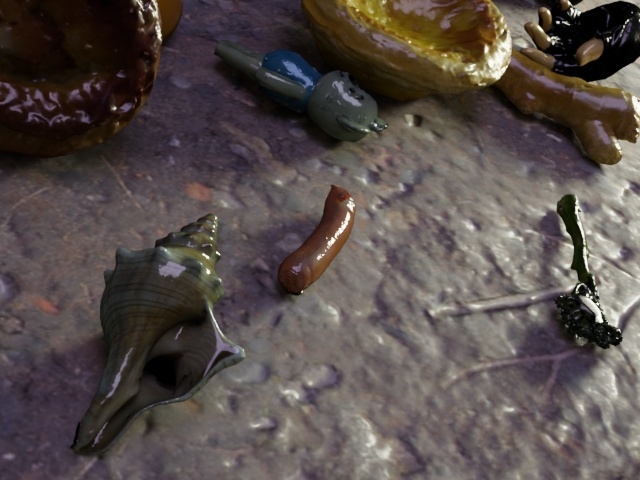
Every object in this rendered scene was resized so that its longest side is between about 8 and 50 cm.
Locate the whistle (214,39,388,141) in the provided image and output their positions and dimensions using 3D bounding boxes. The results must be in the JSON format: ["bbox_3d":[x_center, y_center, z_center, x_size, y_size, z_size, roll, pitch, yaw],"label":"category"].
[{"bbox_3d":[-0.024,-0.192,1.419,0.236,0.077,0.114,30,21,14],"label":"whistle"}]

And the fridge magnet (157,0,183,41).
[{"bbox_3d":[-0.234,-0.306,1.429,0.143,0.063,0.143,9,75,-38],"label":"fridge magnet"}]

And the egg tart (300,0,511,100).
[{"bbox_3d":[0.095,-0.281,1.525,0.319,0.128,0.319,14,44,-14],"label":"egg tart"}]

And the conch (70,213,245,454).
[{"bbox_3d":[-0.134,0.082,1.044,0.137,0.114,0.233,6,76,-4],"label":"conch"}]

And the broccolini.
[{"bbox_3d":[0.296,0.035,1.349,0.058,0.071,0.254,-20,32,14],"label":"broccolini"}]

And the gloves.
[{"bbox_3d":[0.376,-0.289,1.681,0.203,0.124,0.164,-18,27,-12],"label":"gloves"}]

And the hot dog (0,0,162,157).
[{"bbox_3d":[-0.347,-0.254,1.209,0.387,0.267,0.174,38,2,6],"label":"hot dog"}]

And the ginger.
[{"bbox_3d":[0.305,-0.213,1.595,0.299,0.065,0.118,34,60,16],"label":"ginger"}]

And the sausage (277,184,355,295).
[{"bbox_3d":[0.000,-0.001,1.237,0.047,0.040,0.176,22,39,10],"label":"sausage"}]

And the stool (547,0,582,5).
[{"bbox_3d":[0.396,-0.433,1.867,0.096,0.096,0.110,20,44,-2],"label":"stool"}]
